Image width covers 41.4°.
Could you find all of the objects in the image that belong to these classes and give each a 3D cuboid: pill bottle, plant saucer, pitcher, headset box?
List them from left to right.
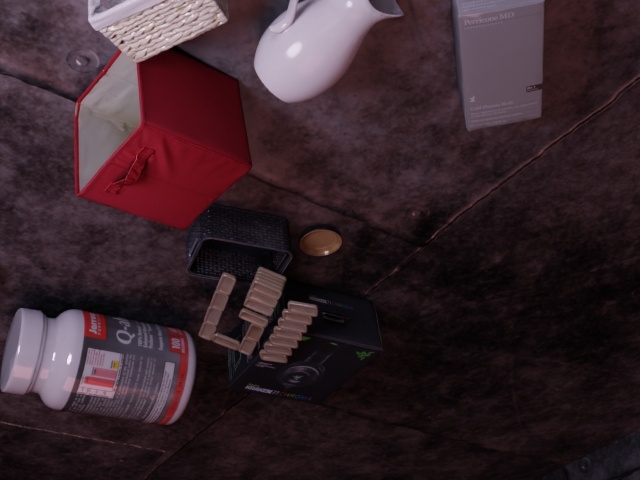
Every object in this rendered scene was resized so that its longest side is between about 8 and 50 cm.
[{"bbox_3d":[-0.461,0.259,1.769,0.362,0.210,0.210,15,137,-27],"label":"pill bottle"},{"bbox_3d":[-0.035,0.223,1.859,0.246,0.131,0.283,17,136,-29],"label":"headset box"},{"bbox_3d":[-0.012,-0.300,1.190,0.207,0.126,0.177,-39,142,24],"label":"pitcher"},{"bbox_3d":[0.000,0.000,1.670,0.083,0.015,0.083,-4,142,-3],"label":"plant saucer"}]

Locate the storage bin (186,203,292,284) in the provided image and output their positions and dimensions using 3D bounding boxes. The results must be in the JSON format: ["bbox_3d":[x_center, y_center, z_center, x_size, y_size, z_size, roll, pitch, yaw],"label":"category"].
[{"bbox_3d":[-0.155,0.011,1.604,0.180,0.084,0.122,10,139,-22],"label":"storage bin"}]

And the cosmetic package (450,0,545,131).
[{"bbox_3d":[0.266,-0.288,1.273,0.127,0.107,0.238,-10,146,8],"label":"cosmetic package"}]

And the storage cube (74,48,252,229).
[{"bbox_3d":[-0.240,-0.156,1.274,0.193,0.215,0.183,19,135,-39],"label":"storage cube"}]

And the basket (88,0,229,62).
[{"bbox_3d":[-0.212,-0.327,1.133,0.167,0.113,0.103,-20,143,17],"label":"basket"}]

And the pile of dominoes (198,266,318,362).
[{"bbox_3d":[-0.122,0.148,1.671,0.195,0.040,0.251,23,140,-5],"label":"pile of dominoes"}]
